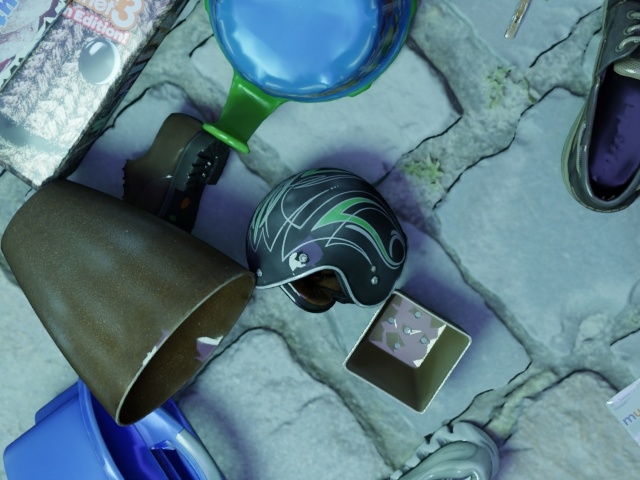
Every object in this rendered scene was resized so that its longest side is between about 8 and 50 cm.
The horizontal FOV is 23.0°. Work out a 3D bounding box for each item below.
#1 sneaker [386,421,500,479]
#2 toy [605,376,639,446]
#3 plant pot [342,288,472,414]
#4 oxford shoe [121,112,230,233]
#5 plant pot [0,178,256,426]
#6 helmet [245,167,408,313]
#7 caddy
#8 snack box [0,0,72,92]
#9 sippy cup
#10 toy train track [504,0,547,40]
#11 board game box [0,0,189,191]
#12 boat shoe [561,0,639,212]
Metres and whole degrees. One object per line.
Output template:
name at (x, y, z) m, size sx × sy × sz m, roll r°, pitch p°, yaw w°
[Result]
sneaker at (0.089, 0.335, 1.854) m, size 0.110 × 0.118 × 0.292 m, roll 43°, pitch 103°, yaw -8°
toy at (0.462, 0.245, 1.841) m, size 0.137 × 0.056 × 0.237 m, roll -39°, pitch 97°, yaw 9°
plant pot at (0.099, 0.116, 1.813) m, size 0.109 × 0.096 × 0.109 m, roll 31°, pitch 102°, yaw -4°
oxford shoe at (-0.192, -0.047, 1.816) m, size 0.096 × 0.083 × 0.227 m, roll 38°, pitch 108°, yaw 22°
plant pot at (-0.225, 0.044, 1.702) m, size 0.230 × 0.215 × 0.215 m, roll 41°, pitch 102°, yaw 12°
helmet at (0.000, 0.000, 1.757) m, size 0.161 × 0.169 × 0.169 m, roll 36°, pitch 103°, yaw -25°
caddy at (-0.199, 0.287, 1.799) m, size 0.179 × 0.241 × 0.341 m, roll -29°, pitch 100°, yaw 16°
snack box at (-0.317, -0.232, 1.654) m, size 0.064 × 0.022 × 0.178 m, roll 40°, pitch 102°, yaw -4°
sippy cup at (-0.017, -0.249, 1.676) m, size 0.240 × 0.224 × 0.305 m, roll -4°, pitch 103°, yaw 5°
toy train track at (0.226, -0.265, 1.766) m, size 0.048 × 0.014 × 0.083 m, roll 20°, pitch 109°, yaw -8°
board game box at (-0.306, -0.241, 1.737) m, size 0.232 × 0.141 × 0.291 m, roll 34°, pitch 102°, yaw -4°
boat shoe at (0.362, -0.192, 1.712) m, size 0.132 × 0.130 × 0.355 m, roll 13°, pitch 103°, yaw 0°
